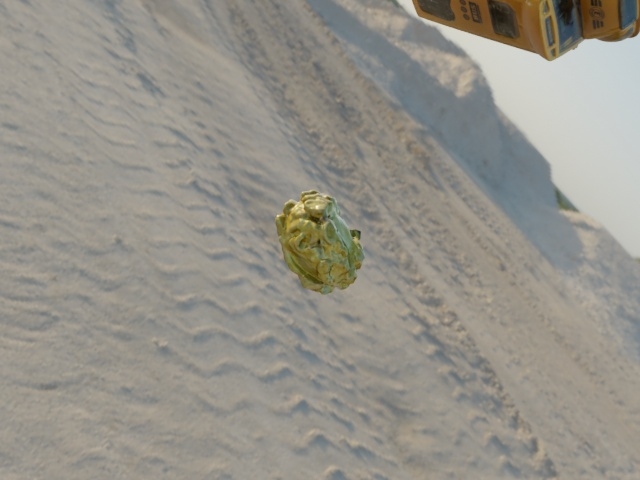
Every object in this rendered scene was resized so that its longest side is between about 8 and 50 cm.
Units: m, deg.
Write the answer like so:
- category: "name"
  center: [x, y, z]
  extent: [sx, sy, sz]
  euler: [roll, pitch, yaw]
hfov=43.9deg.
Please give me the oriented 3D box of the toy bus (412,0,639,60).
- category: "toy bus"
  center: [0.137, -0.173, 0.540]
  extent: [0.162, 0.074, 0.069]
  euler: [31, -19, 38]

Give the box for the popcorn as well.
- category: "popcorn"
  center: [0.000, 0.000, 0.633]
  extent: [0.082, 0.057, 0.083]
  euler: [55, 20, -23]
